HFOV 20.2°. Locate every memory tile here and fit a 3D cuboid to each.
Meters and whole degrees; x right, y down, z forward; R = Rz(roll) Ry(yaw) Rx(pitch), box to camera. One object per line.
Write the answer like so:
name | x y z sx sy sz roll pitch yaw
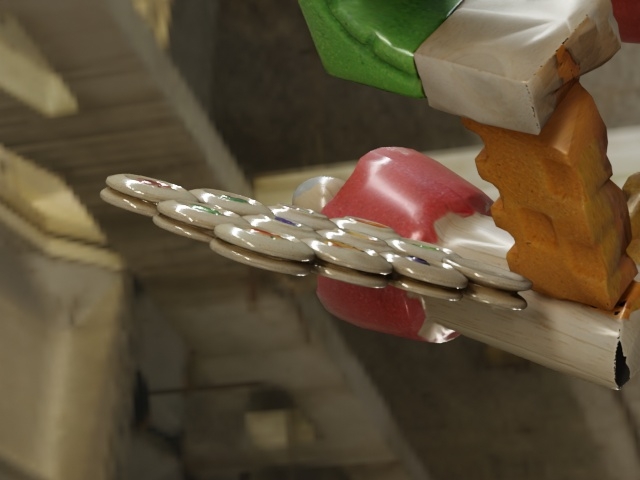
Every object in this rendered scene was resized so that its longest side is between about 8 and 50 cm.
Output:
memory tile | 0.000 0.000 0.687 0.148 0.113 0.012 10 -82 -39

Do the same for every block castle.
block castle | 0.069 -0.191 0.714 0.303 0.213 0.453 -48 -44 -25
